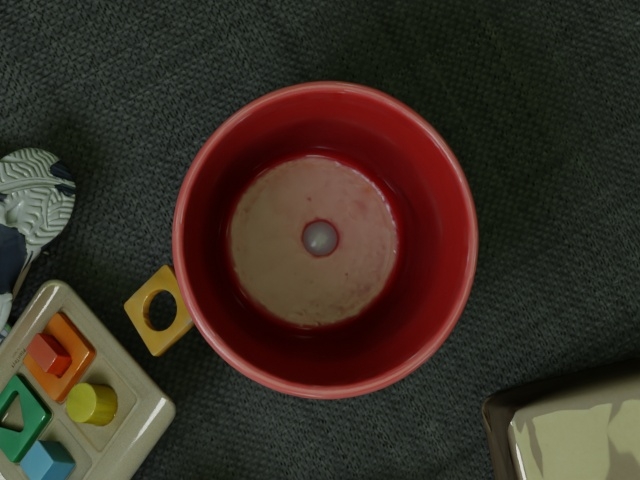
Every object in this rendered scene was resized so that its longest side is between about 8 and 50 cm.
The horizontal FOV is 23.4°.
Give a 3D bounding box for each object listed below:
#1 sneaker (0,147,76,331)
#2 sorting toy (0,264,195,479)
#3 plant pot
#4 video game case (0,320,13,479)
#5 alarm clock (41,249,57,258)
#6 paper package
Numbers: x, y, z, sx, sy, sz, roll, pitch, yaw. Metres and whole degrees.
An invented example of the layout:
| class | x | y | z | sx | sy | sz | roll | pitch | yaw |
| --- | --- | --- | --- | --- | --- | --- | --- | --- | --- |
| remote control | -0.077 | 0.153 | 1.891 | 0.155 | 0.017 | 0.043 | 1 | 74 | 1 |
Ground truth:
| class | x | y | z | sx | sy | sz | roll | pitch | yaw |
| --- | --- | --- | --- | --- | --- | --- | --- | --- | --- |
| sneaker | -0.319 | 0.027 | 1.440 | 0.094 | 0.153 | 0.235 | 29 | 51 | -22 |
| sorting toy | -0.247 | 0.157 | 1.434 | 0.196 | 0.047 | 0.347 | 42 | 103 | 29 |
| plant pot | 0.000 | 0.000 | 1.440 | 0.275 | 0.243 | 0.275 | 0 | 89 | -3 |
| video game case | -0.338 | 0.206 | 1.528 | 0.212 | 0.023 | 0.193 | -42 | 92 | -3 |
| alarm clock | -0.354 | -0.034 | 1.508 | 0.129 | 0.064 | 0.192 | -33 | 95 | -3 |
| paper package | 0.348 | 0.266 | 1.497 | 0.325 | 0.168 | 0.309 | -12 | 90 | -4 |
